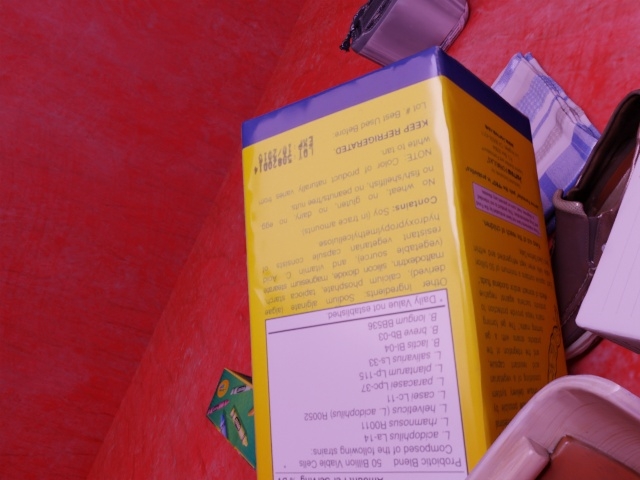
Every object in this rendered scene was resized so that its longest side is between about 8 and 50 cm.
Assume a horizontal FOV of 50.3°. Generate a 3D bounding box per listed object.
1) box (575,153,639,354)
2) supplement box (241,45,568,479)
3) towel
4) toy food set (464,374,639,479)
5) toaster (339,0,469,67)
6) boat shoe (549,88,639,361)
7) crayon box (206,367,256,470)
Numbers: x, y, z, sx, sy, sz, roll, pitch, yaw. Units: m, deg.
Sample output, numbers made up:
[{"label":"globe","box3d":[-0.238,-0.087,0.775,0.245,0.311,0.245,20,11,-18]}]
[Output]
[{"label":"box","box3d":[0.274,0.004,0.380,0.181,0.182,0.119,-68,19,-6]},{"label":"supplement box","box3d":[0.074,0.065,0.560,0.194,0.195,0.357,-13,74,35]},{"label":"towel","box3d":[0.229,-0.097,0.832,0.209,0.034,0.285,-56,22,28]},{"label":"toy food set","box3d":[0.139,0.243,0.350,0.306,0.219,0.092,-56,3,13]},{"label":"toaster","box3d":[0.151,-0.380,1.186,0.227,0.146,0.129,-51,24,34]},{"label":"boat shoe","box3d":[0.241,-0.015,0.613,0.257,0.095,0.095,-63,20,8]},{"label":"crayon box","box3d":[-0.038,0.254,0.915,0.278,0.165,0.081,-2,65,69]}]
